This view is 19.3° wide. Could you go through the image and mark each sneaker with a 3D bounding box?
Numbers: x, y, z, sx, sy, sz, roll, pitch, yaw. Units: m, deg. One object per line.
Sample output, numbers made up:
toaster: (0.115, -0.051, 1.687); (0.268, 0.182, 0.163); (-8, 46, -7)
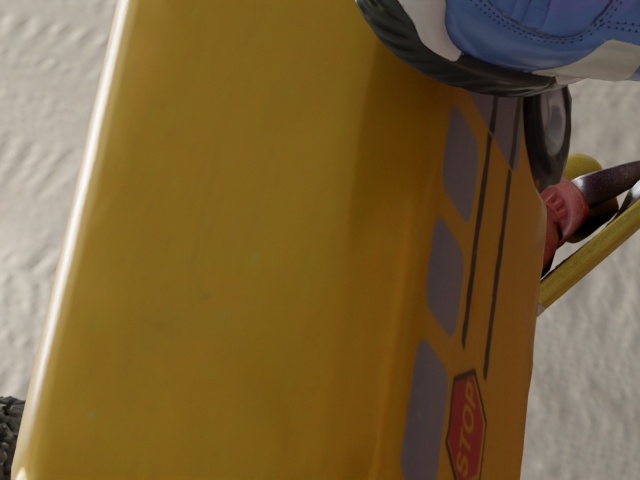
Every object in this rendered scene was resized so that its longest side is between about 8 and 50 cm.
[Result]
sneaker: (0.091, -0.077, 0.469); (0.081, 0.211, 0.080); (-13, -99, 48)

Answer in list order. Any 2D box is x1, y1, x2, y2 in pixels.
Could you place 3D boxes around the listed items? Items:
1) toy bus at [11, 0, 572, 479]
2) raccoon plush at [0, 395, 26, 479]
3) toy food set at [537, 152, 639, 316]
toy bus: (0.000, 0.000, 0.534); (0.108, 0.130, 0.333); (-1, -117, 22)
raccoon plush: (-0.071, 0.262, 0.952); (0.446, 0.299, 0.216); (28, -155, 2)
toy food set: (0.090, 0.000, 0.887); (0.218, 0.071, 0.128); (-34, 172, -48)
